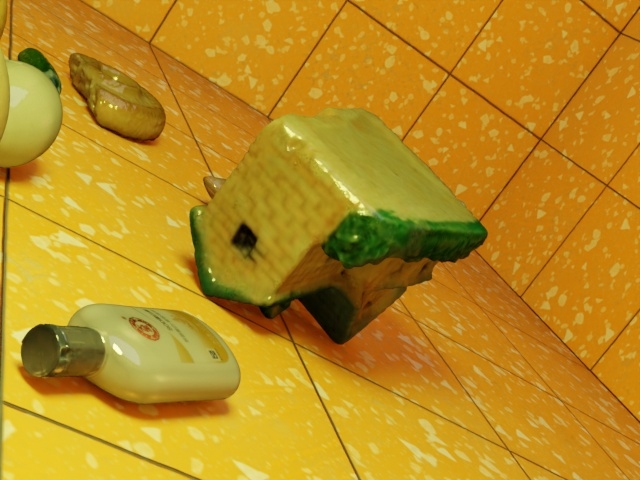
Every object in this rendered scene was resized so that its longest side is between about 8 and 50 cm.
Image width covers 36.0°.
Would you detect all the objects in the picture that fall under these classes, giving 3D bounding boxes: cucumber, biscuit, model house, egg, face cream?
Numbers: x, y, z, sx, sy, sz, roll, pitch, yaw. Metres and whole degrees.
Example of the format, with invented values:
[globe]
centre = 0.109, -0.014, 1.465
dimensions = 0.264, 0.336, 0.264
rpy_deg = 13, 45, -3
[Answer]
[cucumber]
centre = -0.553, -0.332, 1.948
dimensions = 0.056, 0.056, 0.250
rpy_deg = 25, 15, -43
[biscuit]
centre = -0.429, -0.305, 2.104
dimensions = 0.213, 0.091, 0.274
rpy_deg = 21, 16, -44
[model house]
centre = 0.000, 0.000, 1.607
dimensions = 0.335, 0.343, 0.382
rpy_deg = 49, 24, 19
[egg]
centre = -0.449, -0.180, 1.402
dimensions = 0.151, 0.151, 0.209
rpy_deg = 34, 13, -10
[face cream]
centre = -0.208, 0.123, 1.087
dimensions = 0.144, 0.071, 0.291
rpy_deg = 42, 14, 28

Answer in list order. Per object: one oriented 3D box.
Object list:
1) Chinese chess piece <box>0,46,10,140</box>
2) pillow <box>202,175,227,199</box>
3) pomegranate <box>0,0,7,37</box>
[Chinese chess piece]
centre = -0.455, -0.155, 0.997
dimensions = 0.273, 0.273, 0.102
rpy_deg = 29, 16, -29
[pillow]
centre = -0.113, -0.042, 1.973
dimensions = 0.236, 0.084, 0.223
rpy_deg = 41, 11, 14
[pomegranate]
centre = -0.577, -0.338, 1.423
dimensions = 0.260, 0.260, 0.260
rpy_deg = 34, 12, -8
